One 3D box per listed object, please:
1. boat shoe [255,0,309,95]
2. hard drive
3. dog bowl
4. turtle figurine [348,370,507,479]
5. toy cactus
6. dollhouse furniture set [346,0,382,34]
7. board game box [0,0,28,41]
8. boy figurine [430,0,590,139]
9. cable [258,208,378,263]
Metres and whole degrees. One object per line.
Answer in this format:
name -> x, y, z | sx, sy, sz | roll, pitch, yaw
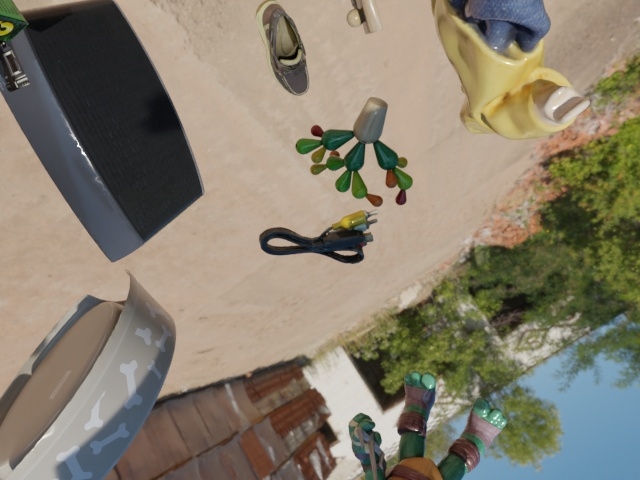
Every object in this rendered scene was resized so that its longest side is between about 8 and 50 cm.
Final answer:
boat shoe -> -0.049, -0.266, 0.689 | 0.056, 0.049, 0.152 | -34, 143, -2
hard drive -> -0.223, -0.124, 0.516 | 0.054, 0.254, 0.172 | -7, -152, 27
dog bowl -> -0.340, 0.209, 0.668 | 0.349, 0.348, 0.102 | -39, 119, 18
turtle figurine -> 0.094, 0.234, 0.457 | 0.234, 0.175, 0.118 | -40, 162, -51
toy cactus -> 0.073, -0.160, 0.828 | 0.112, 0.219, 0.180 | -56, 171, -51
dollhouse furniture set -> -0.048, -0.196, 0.366 | 0.151, 0.123, 0.144 | -18, -159, 9
board game box -> -0.310, -0.251, 0.287 | 0.030, 0.259, 0.136 | -31, -175, 14
boy figurine -> 0.136, -0.145, 0.343 | 0.092, 0.177, 0.285 | -28, 155, 15
cable -> 0.000, 0.000, 1.124 | 0.287, 0.072, 0.139 | -6, 133, -8
